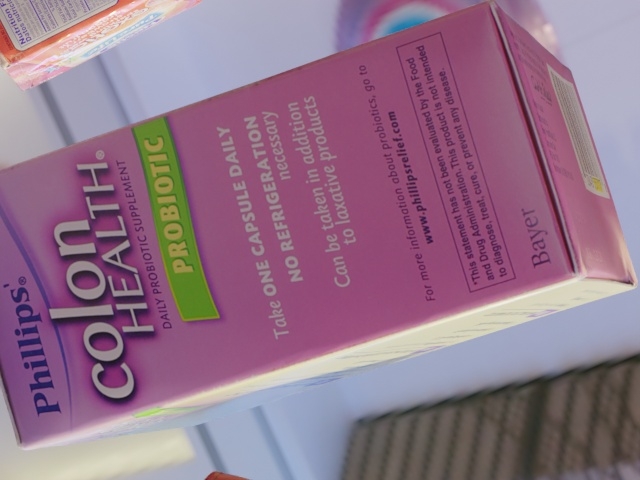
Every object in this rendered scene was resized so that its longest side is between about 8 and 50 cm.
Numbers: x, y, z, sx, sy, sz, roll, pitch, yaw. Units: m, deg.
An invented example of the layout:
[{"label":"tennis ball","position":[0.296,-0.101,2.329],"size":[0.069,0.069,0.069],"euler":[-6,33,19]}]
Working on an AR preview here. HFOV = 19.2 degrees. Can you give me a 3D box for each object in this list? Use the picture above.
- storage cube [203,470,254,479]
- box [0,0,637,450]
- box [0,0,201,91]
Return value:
[{"label":"storage cube","position":[-0.003,0.257,0.940],"size":[0.193,0.215,0.183],"euler":[10,-148,25]},{"label":"box","position":[0.000,0.000,0.844],"size":[0.243,0.117,0.213],"euler":[-19,173,14]},{"label":"box","position":[-0.211,-0.270,1.284],"size":[0.154,0.300,0.142],"euler":[-28,180,-6]}]
